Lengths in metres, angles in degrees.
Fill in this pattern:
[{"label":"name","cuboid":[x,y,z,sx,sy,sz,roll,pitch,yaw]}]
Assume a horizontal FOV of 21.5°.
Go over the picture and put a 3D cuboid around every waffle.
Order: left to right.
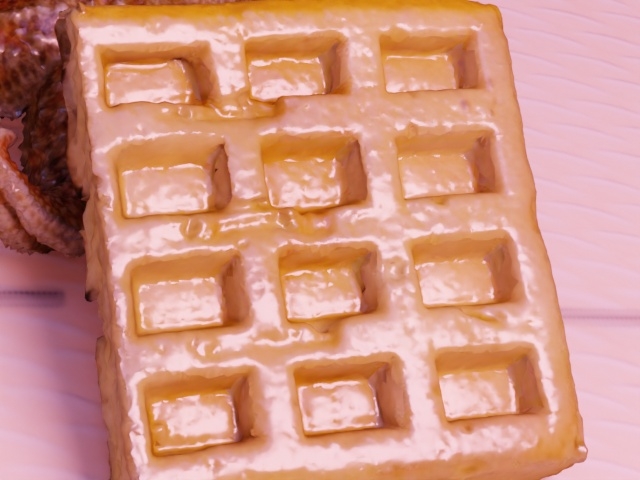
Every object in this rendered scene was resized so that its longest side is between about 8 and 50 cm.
[{"label":"waffle","cuboid":[0.000,0.000,0.782,0.221,0.055,0.248,-4,74,-20]}]

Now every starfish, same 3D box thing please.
[{"label":"starfish","cuboid":[-0.109,-0.123,0.890,0.312,0.113,0.303,-16,65,-35]}]
